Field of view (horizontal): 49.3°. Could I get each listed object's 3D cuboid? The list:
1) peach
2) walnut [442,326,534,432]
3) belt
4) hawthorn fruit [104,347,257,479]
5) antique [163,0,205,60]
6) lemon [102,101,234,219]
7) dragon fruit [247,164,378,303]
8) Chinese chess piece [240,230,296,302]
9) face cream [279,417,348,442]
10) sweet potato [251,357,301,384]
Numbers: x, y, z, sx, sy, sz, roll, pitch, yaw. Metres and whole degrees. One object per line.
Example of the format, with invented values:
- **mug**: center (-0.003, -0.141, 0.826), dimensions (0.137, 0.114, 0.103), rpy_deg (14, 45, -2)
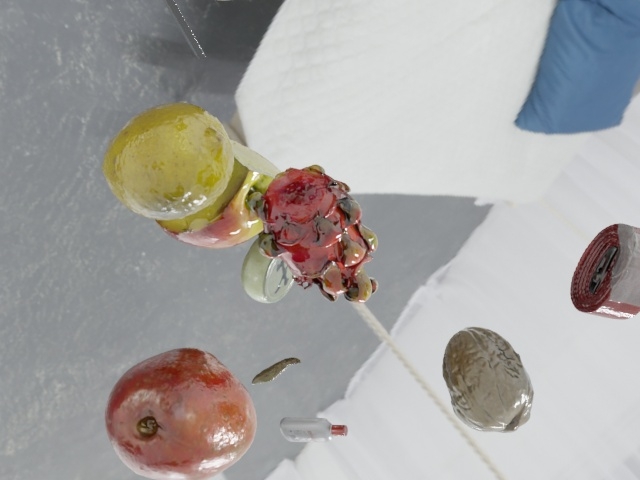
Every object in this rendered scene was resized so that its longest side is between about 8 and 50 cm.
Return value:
- **peach**: center (-0.279, -0.122, 1.843), dimensions (0.242, 0.380, 0.306), rpy_deg (28, 96, -52)
- **walnut**: center (0.331, 0.275, 1.408), dimensions (0.178, 0.230, 0.178), rpy_deg (-10, 145, -7)
- **belt**: center (0.602, 0.065, 1.391), dimensions (0.124, 0.128, 0.200), rpy_deg (13, 116, -21)
- **hawthorn fruit**: center (-0.275, 0.345, 1.359), dimensions (0.284, 0.284, 0.284), rpy_deg (-29, 150, -19)
- **antique**: center (-0.246, -0.389, 1.194), dimensions (0.015, 0.031, 0.192), rpy_deg (-36, 141, -5)
- **lemon**: center (-0.330, -0.167, 1.511), dimensions (0.310, 0.253, 0.253), rpy_deg (-17, 161, 24)
- **dragon fruit**: center (-0.005, -0.003, 1.454), dimensions (0.228, 0.307, 0.243), rpy_deg (-32, 165, 9)
- **Chinese chess piece**: center (-0.147, 0.077, 2.123), dimensions (0.238, 0.092, 0.237), rpy_deg (-45, 147, -41)
- **face cream**: center (-0.007, 0.230, 0.848), dimensions (0.040, 0.083, 0.021), rpy_deg (64, 32, -36)
- **sweet potato**: center (-0.117, 0.347, 1.863), dimensions (0.153, 0.041, 0.038), rpy_deg (-28, 126, 10)
